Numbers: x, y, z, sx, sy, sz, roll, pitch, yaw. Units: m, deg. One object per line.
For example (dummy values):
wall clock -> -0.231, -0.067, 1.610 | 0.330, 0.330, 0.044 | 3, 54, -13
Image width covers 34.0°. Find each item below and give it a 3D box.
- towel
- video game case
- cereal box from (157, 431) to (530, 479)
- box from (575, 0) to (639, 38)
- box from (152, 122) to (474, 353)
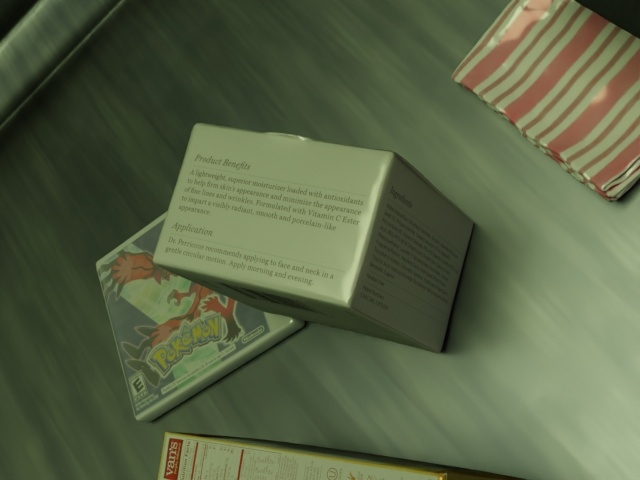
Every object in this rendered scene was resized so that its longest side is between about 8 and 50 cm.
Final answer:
towel -> 0.208, -0.138, 0.831 | 0.144, 0.029, 0.197 | -51, 55, 11
video game case -> -0.123, 0.049, 1.008 | 0.201, 0.023, 0.183 | -34, 60, 23
cereal box -> 0.024, 0.181, 0.776 | 0.240, 0.173, 0.047 | 0, 77, 35
box -> 0.271, -0.216, 0.699 | 0.270, 0.165, 0.143 | 44, 139, 36
box -> 0.000, 0.000, 0.827 | 0.181, 0.182, 0.119 | 11, 80, 31
